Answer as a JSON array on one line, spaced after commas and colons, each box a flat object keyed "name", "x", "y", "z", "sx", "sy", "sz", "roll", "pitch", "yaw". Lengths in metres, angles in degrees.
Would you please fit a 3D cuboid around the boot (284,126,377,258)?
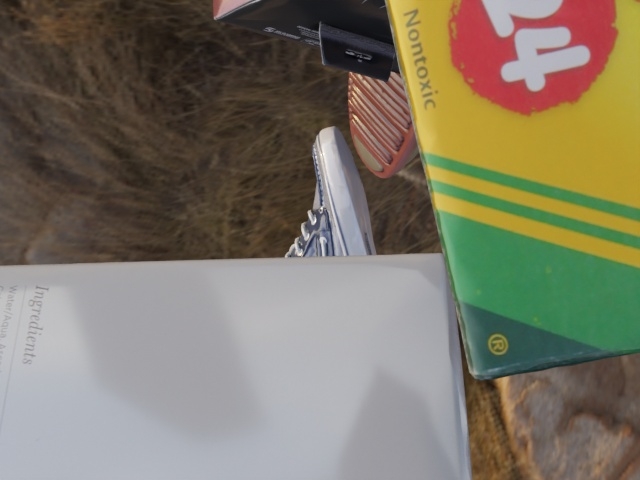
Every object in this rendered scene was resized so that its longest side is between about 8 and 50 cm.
[{"name": "boot", "x": 0.000, "y": 0.000, "z": 1.086, "sx": 0.086, "sy": 0.069, "sz": 0.190, "roll": -15, "pitch": 82, "yaw": 15}]

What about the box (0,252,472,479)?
[{"name": "box", "x": -0.108, "y": 0.138, "z": 0.586, "sx": 0.345, "sy": 0.168, "sz": 0.215, "roll": -2, "pitch": 140, "yaw": 1}]

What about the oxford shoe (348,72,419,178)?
[{"name": "oxford shoe", "x": 0.126, "y": -0.203, "z": 1.192, "sx": 0.123, "sy": 0.130, "sz": 0.348, "roll": 53, "pitch": 140, "yaw": 29}]

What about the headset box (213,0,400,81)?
[{"name": "headset box", "x": 0.024, "y": -0.274, "z": 0.987, "sx": 0.110, "sy": 0.218, "sz": 0.293, "roll": -16, "pitch": 73, "yaw": 44}]

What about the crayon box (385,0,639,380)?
[{"name": "crayon box", "x": 0.174, "y": -0.089, "z": 0.340, "sx": 0.318, "sy": 0.081, "sz": 0.202, "roll": -14, "pitch": 88, "yaw": 28}]
